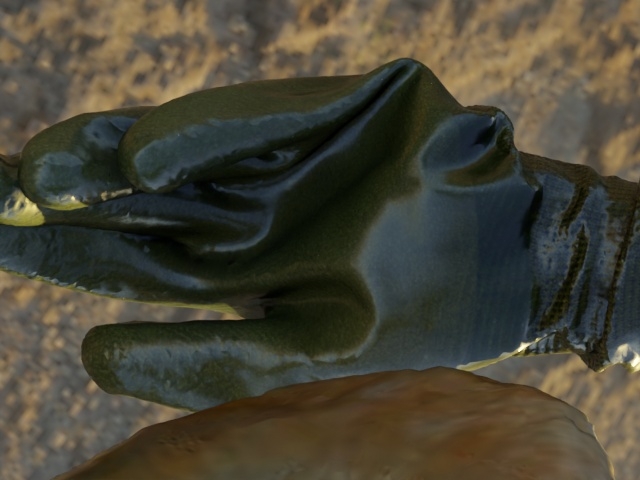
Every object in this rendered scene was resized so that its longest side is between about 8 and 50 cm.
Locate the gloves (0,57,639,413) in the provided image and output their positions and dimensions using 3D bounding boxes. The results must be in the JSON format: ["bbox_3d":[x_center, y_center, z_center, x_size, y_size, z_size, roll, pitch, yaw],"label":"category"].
[{"bbox_3d":[0.003,0.000,0.662,0.268,0.107,0.135,7,92,-7],"label":"gloves"}]

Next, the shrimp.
[{"bbox_3d":[-0.061,0.119,0.482,0.317,0.168,0.077,-28,114,-19],"label":"shrimp"}]
